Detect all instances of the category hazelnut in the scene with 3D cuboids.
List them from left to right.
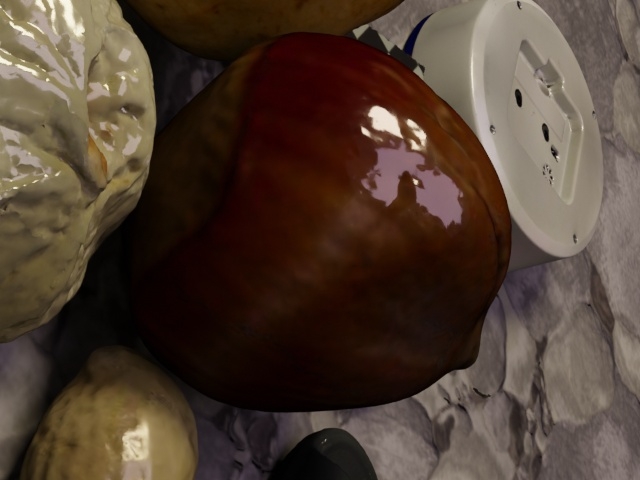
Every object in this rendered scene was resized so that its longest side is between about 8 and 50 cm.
[{"bbox_3d":[0.000,0.000,0.764,0.229,0.229,0.230,23,61,-49],"label":"hazelnut"}]

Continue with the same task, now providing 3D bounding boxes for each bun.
[{"bbox_3d":[-0.156,-0.054,0.639,0.220,0.134,0.220,6,83,-62],"label":"bun"}]

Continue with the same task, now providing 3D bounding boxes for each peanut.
[{"bbox_3d":[-0.106,0.156,0.685,0.098,0.090,0.214,19,63,-35],"label":"peanut"}]

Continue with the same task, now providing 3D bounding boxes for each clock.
[{"bbox_3d":[0.158,-0.091,1.153,0.230,0.083,0.230,27,56,-50],"label":"clock"}]

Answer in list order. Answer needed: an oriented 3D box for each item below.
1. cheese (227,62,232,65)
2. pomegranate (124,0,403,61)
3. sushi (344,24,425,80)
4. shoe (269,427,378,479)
[{"bbox_3d":[-0.004,-0.070,0.921,0.092,0.047,0.171,-11,74,-39],"label":"cheese"},{"bbox_3d":[-0.039,-0.231,0.789,0.260,0.260,0.260,23,61,-49],"label":"pomegranate"},{"bbox_3d":[0.026,-0.103,1.018,0.126,0.026,0.120,28,60,-42],"label":"sushi"},{"bbox_3d":[0.006,0.221,0.822,0.108,0.093,0.241,55,42,-26],"label":"shoe"}]
